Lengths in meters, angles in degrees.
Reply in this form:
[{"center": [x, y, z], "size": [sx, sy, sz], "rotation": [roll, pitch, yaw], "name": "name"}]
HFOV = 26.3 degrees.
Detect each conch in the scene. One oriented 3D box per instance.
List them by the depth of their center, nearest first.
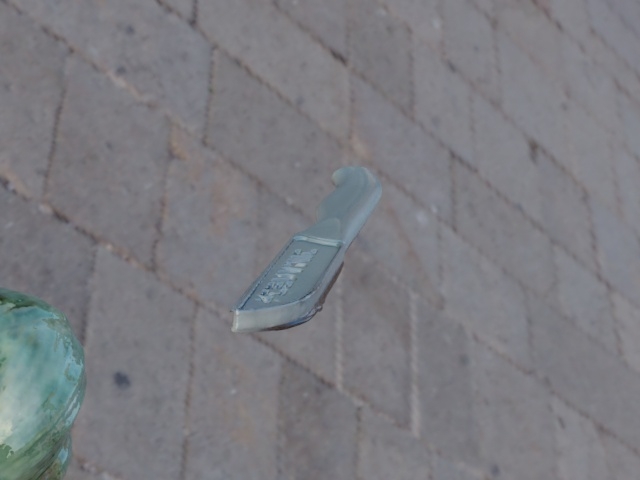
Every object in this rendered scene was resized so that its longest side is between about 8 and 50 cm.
[{"center": [-0.250, 0.107, 0.958], "size": [0.176, 0.122, 0.188], "rotation": [-41, 78, -18], "name": "conch"}]

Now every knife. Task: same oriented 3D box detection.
[{"center": [0.000, 0.001, 0.573], "size": [0.028, 0.015, 0.210], "rotation": [19, 20, 5], "name": "knife"}]
